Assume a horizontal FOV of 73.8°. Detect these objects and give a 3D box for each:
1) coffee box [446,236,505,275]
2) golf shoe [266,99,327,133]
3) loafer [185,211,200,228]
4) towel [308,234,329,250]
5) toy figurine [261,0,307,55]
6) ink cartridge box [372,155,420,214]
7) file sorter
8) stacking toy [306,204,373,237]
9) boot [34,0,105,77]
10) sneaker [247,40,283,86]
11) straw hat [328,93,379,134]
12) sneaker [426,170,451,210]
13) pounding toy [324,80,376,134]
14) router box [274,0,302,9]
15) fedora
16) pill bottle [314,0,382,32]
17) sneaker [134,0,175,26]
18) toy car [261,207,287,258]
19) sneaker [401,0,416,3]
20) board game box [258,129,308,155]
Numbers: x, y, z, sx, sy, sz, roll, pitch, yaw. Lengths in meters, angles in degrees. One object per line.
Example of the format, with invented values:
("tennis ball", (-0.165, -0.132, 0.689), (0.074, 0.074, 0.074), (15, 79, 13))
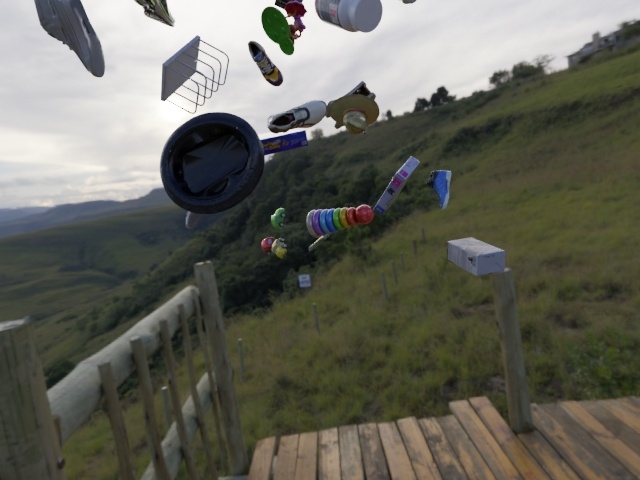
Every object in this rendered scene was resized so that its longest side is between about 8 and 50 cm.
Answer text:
("coffee box", (0.702, 0.069, 1.941), (0.141, 0.098, 0.246), (-8, 16, -12))
("golf shoe", (-0.094, -0.518, 1.808), (0.272, 0.105, 0.120), (-20, 14, 2))
("loafer", (-0.451, -0.098, 1.510), (0.039, 0.125, 0.045), (-1, -23, 36))
("towel", (0.000, 0.000, 2.348), (0.148, 0.027, 0.110), (-42, -3, 39))
("toy figurine", (-0.103, -0.783, 1.534), (0.130, 0.173, 0.159), (1, 42, 50))
("ink cartridge box", (0.365, -0.254, 2.107), (0.186, 0.065, 0.311), (-47, -8, -39))
("file sorter", (-0.551, -0.724, 1.884), (0.173, 0.278, 0.193), (28, -37, -3))
("stacking toy", (0.100, -0.100, 2.043), (0.330, 0.141, 0.141), (-8, 4, 33))
("boot", (-0.771, -0.633, 1.316), (0.123, 0.259, 0.095), (2, 45, 4))
("sneaker", (-0.211, -0.658, 1.593), (0.069, 0.186, 0.084), (-37, 0, 16))
("straw hat", (0.092, -0.316, 1.130), (0.144, 0.061, 0.144), (2, -19, 1))
("sneaker", (0.430, -0.187, 1.569), (0.084, 0.152, 0.058), (7, -10, 10))
("pounding toy", (0.159, -0.530, 1.731), (0.269, 0.155, 0.154), (-34, -9, -36))
("router box", (-0.114, -0.916, 1.612), (0.092, 0.123, 0.038), (21, -35, -10))
("fedora", (-0.320, -0.229, 1.330), (0.333, 0.335, 0.152), (-8, -3, 10))
("pill bottle", (0.141, -1.195, 2.187), (0.210, 0.210, 0.363), (-11, 39, -31))
("sneaker", (-0.580, -0.865, 1.521), (0.110, 0.122, 0.300), (22, 3, -5))
("toy car", (-0.210, -0.039, 1.949), (0.053, 0.225, 0.239), (9, 1, -29))
("sneaker", (0.383, -1.263, 2.144), (0.239, 0.091, 0.126), (-8, 46, -35))
("board game box", (-0.271, -0.485, 2.131), (0.346, 0.078, 0.233), (-21, 24, -29))
